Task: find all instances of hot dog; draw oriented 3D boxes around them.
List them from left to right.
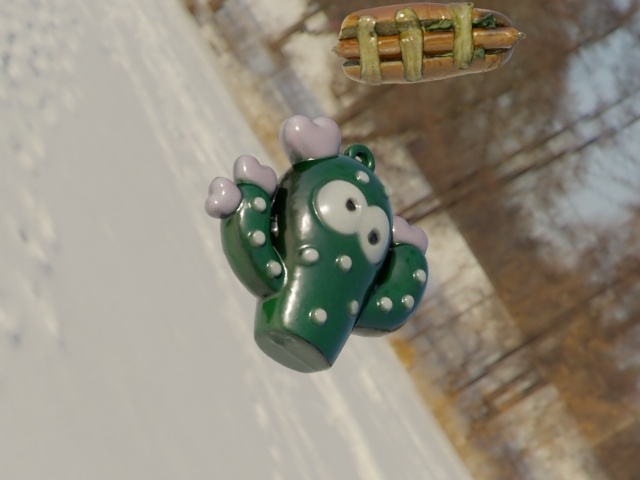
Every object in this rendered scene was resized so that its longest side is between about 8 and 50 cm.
[{"bbox_3d":[0.148,-0.273,2.191,0.072,0.269,0.109,-66,151,-76],"label":"hot dog"}]

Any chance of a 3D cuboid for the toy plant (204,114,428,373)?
[{"bbox_3d":[0.004,0.002,1.512,0.112,0.243,0.232,-16,-70,46],"label":"toy plant"}]
